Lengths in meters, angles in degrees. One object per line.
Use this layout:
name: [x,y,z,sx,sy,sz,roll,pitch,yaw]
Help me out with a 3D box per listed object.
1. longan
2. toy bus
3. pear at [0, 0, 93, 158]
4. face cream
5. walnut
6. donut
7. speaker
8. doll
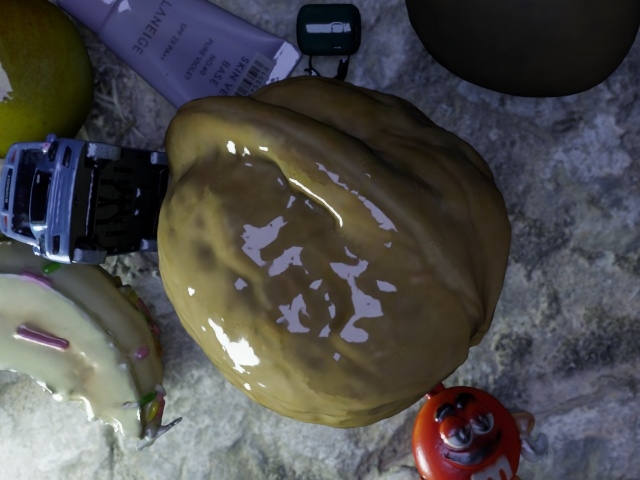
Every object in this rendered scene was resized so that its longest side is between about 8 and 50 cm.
longan: [0.217,-0.277,1.028,0.258,0.258,0.258,0,93,6]
toy bus: [-0.254,-0.049,1.060,0.133,0.292,0.126,8,94,8]
pear: [-0.356,-0.188,1.113,0.200,0.200,0.200,0,93,6]
face cream: [-0.174,-0.237,1.152,0.274,0.096,0.154,33,92,-10]
walnut: [0.015,0.003,1.031,0.383,0.383,0.384,0,93,6]
donut: [-0.374,0.135,1.136,0.371,0.150,0.307,-17,108,6]
speaker: [0.009,-0.230,1.139,0.075,0.060,0.094,1,93,7]
doll: [0.186,0.258,1.132,0.183,0.085,0.217,-18,88,-21]
